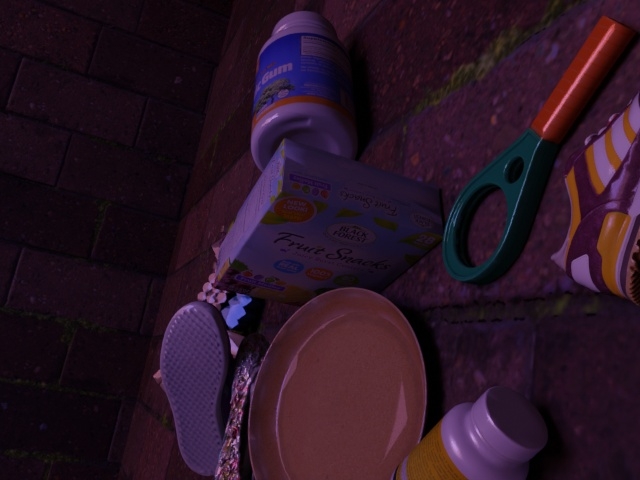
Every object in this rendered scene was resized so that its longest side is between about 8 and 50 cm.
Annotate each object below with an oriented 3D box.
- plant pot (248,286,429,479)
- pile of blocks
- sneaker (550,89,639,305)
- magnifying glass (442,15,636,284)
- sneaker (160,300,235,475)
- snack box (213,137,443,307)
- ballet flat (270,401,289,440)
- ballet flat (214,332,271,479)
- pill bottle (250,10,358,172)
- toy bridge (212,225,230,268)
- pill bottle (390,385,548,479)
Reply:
[{"bbox_3d":[0.015,0.164,0.592,0.236,0.032,0.236,-25,52,37],"label":"plant pot"},{"bbox_3d":[-0.167,0.152,1.117,0.362,0.149,0.112,-67,-24,-6],"label":"pile of blocks"},{"bbox_3d":[0.185,-0.059,0.342,0.084,0.069,0.185,31,104,64],"label":"sneaker"},{"bbox_3d":[0.164,-0.062,0.473,0.092,0.026,0.231,-104,33,-54],"label":"magnifying glass"},{"bbox_3d":[-0.165,0.200,0.933,0.161,0.102,0.282,-52,-33,-64],"label":"sneaker"},{"bbox_3d":[0.000,0.000,0.638,0.207,0.174,0.070,129,148,-50],"label":"snack box"},{"bbox_3d":[-0.036,0.291,0.689,0.077,0.077,0.231,33,108,48],"label":"ballet flat"},{"bbox_3d":[-0.090,0.256,0.859,0.077,0.091,0.241,3,81,39],"label":"ballet flat"},{"bbox_3d":[-0.025,-0.225,0.906,0.152,0.152,0.272,126,151,-44],"label":"pill bottle"},{"bbox_3d":[-0.202,0.059,1.295,0.026,0.063,0.188,-176,100,-70],"label":"toy bridge"},{"bbox_3d":[0.101,0.154,0.414,0.065,0.065,0.116,-100,31,-50],"label":"pill bottle"}]
